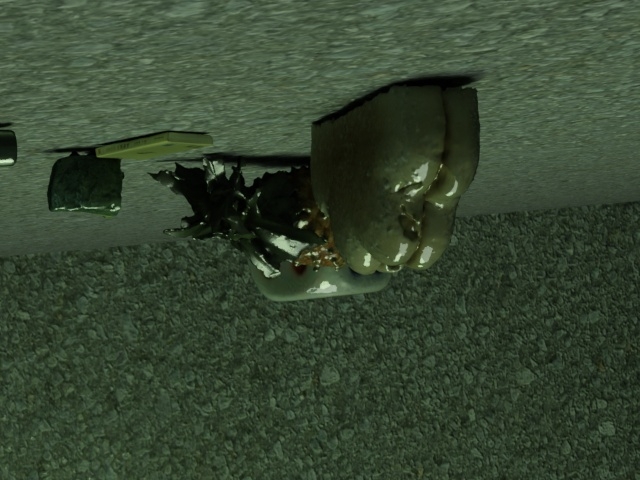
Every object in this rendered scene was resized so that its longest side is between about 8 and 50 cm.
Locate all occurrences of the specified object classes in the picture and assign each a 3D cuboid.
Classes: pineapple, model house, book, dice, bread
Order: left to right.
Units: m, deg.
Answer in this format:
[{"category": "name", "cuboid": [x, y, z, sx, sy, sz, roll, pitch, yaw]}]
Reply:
[{"category": "model house", "cuboid": [-0.273, -0.067, 1.760, 0.083, 0.078, 0.066, 2, 167, -26]}, {"category": "book", "cuboid": [-0.186, -0.106, 1.724, 0.111, 0.014, 0.077, -8, 175, 36]}, {"category": "pineapple", "cuboid": [-0.069, -0.031, 2.068, 0.166, 0.165, 0.364, -8, 176, 36]}, {"category": "dice", "cuboid": [0.000, 0.000, 2.529, 0.192, 0.193, 0.194, -10, 174, 44]}, {"category": "bread", "cuboid": [0.070, -0.058, 1.612, 0.102, 0.183, 0.337, 3, 174, -18]}]

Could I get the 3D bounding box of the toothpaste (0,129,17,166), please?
[{"category": "toothpaste", "cuboid": [-0.404, -0.086, 1.445, 0.239, 0.039, 0.062, -2, -177, -28]}]
